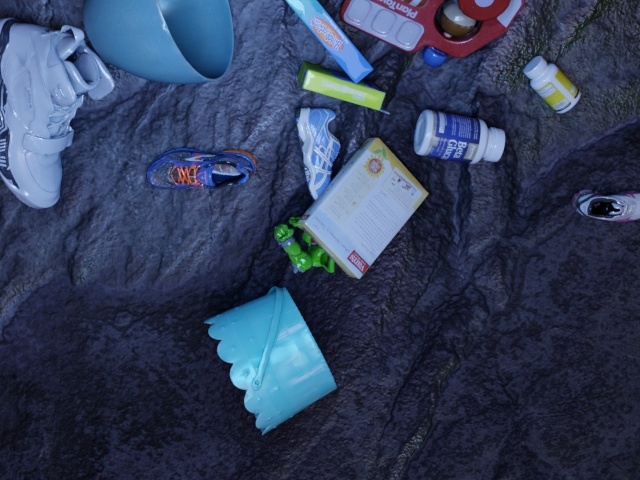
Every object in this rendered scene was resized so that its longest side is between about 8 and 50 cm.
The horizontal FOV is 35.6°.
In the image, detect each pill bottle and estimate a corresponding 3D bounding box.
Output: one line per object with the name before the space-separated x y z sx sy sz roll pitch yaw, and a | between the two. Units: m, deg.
pill bottle | 0.466 -0.317 2.019 0.116 0.065 0.065 41 101 -20
pill bottle | 0.282 -0.206 2.022 0.169 0.094 0.094 8 110 -10

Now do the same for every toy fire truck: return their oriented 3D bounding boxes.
toy fire truck | 0.217 -0.462 1.899 0.302 0.169 0.254 22 131 -14

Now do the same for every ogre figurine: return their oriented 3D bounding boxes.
ogre figurine | 0.000 0.000 2.062 0.197 0.097 0.118 -26 124 -41

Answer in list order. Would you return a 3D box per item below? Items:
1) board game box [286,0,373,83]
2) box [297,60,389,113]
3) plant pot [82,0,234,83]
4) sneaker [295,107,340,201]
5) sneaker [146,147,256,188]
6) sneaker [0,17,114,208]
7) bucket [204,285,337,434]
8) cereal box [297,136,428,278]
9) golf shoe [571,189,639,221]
board game box | 0.007 -0.402 1.878 0.047 0.160 0.210 -39 110 9
box | 0.048 -0.299 1.950 0.178 0.109 0.042 15 107 -13
plant pot | -0.309 -0.408 1.794 0.195 0.290 0.290 -11 114 20
sneaker | 0.003 -0.167 2.011 0.081 0.080 0.211 -9 113 0
sneaker | -0.237 -0.139 1.988 0.221 0.087 0.083 -7 111 -4
sneaker | -0.497 -0.229 1.852 0.210 0.137 0.365 5 110 27
bucket | -0.100 0.239 2.058 0.183 0.281 0.281 -27 112 -6
cereal box | 0.088 -0.066 2.027 0.173 0.047 0.240 47 75 -22
golf shoe | 0.635 -0.067 2.127 0.186 0.086 0.067 0 110 -8
